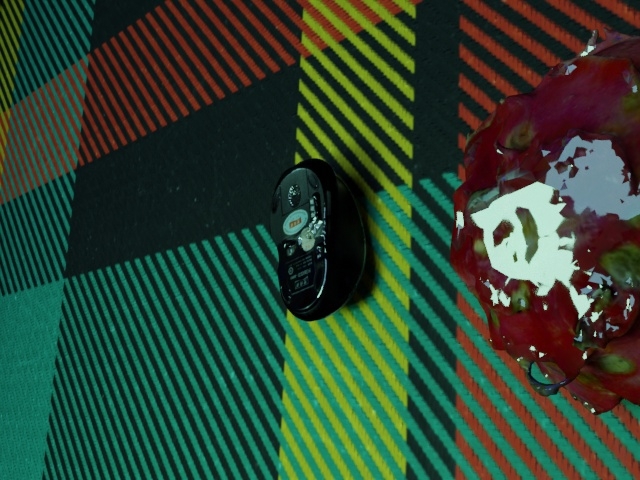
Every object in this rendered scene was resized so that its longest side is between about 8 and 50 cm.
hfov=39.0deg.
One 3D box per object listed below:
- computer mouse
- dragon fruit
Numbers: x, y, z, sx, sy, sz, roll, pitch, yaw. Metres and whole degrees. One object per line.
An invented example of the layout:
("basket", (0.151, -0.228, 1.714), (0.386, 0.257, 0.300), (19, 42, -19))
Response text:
("computer mouse", (0.000, 0.000, 1.281), (0.137, 0.096, 0.233), (-24, 65, 51))
("dragon fruit", (0.274, -0.030, 0.841), (0.386, 0.249, 0.371), (-29, 63, 46))
